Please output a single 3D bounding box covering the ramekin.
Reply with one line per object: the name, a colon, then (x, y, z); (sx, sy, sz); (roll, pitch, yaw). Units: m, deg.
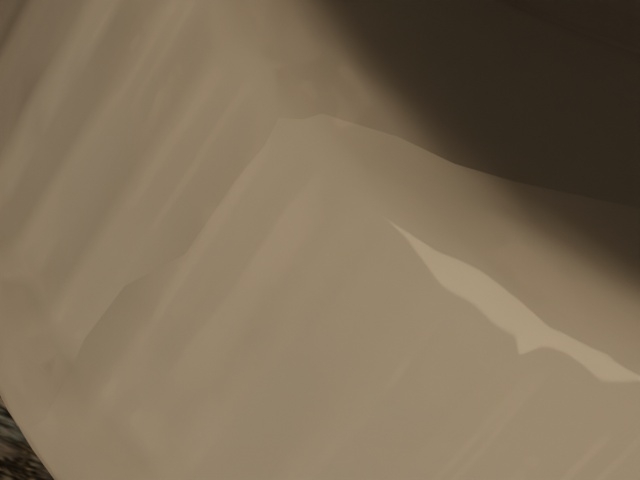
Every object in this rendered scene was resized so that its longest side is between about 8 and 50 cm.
ramekin: (0.064, -0.042, 0.425); (0.277, 0.277, 0.135); (26, 144, -7)
